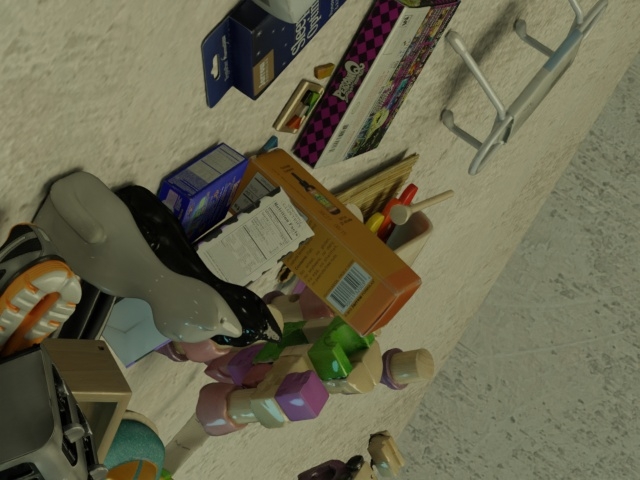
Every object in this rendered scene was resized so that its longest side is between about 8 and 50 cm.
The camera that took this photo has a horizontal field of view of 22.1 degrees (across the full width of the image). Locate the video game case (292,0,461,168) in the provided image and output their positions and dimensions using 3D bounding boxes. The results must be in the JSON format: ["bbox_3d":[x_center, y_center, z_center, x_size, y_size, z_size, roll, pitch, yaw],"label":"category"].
[{"bbox_3d":[0.073,-0.204,2.027,0.232,0.042,0.210,-60,165,21],"label":"video game case"}]

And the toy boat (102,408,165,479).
[{"bbox_3d":[-0.255,0.345,1.872,0.267,0.148,0.318,-43,143,-36],"label":"toy boat"}]

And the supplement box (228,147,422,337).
[{"bbox_3d":[0.000,0.000,1.862,0.080,0.233,0.078,-50,168,26],"label":"supplement box"}]

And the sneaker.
[{"bbox_3d":[-0.288,0.072,1.412,0.215,0.083,0.084,-41,143,22],"label":"sneaker"}]

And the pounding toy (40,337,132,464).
[{"bbox_3d":[-0.313,0.182,1.555,0.206,0.094,0.181,5,123,-34],"label":"pounding toy"}]

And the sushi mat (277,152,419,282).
[{"bbox_3d":[0.044,-0.037,2.365,0.316,0.019,0.151,-29,152,-59],"label":"sushi mat"}]

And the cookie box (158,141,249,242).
[{"bbox_3d":[-0.132,-0.043,1.732,0.107,0.040,0.092,-38,159,-48],"label":"cookie box"}]

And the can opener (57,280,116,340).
[{"bbox_3d":[-0.249,0.110,1.674,0.186,0.073,0.059,-65,157,3],"label":"can opener"}]

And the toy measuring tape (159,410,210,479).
[{"bbox_3d":[-0.212,0.282,2.079,0.330,0.121,0.121,-46,164,-31],"label":"toy measuring tape"}]

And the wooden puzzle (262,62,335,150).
[{"bbox_3d":[-0.022,-0.153,1.894,0.116,0.014,0.078,-58,165,15],"label":"wooden puzzle"}]

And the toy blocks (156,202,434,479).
[{"bbox_3d":[-0.054,0.157,2.038,0.260,0.309,0.288,-13,-155,37],"label":"toy blocks"}]

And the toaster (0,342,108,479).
[{"bbox_3d":[-0.287,0.190,1.402,0.186,0.110,0.168,-20,145,-4],"label":"toaster"}]

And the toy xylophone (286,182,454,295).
[{"bbox_3d":[0.080,0.011,2.389,0.236,0.081,0.323,-58,166,20],"label":"toy xylophone"}]

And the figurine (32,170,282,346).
[{"bbox_3d":[-0.144,0.032,1.518,0.092,0.209,0.215,-56,166,5],"label":"figurine"}]

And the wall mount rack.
[{"bbox_3d":[0.287,-0.277,2.415,0.350,0.130,0.304,-51,169,-15],"label":"wall mount rack"}]

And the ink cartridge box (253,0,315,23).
[{"bbox_3d":[0.054,-0.400,1.386,0.385,0.091,0.308,-48,164,-9],"label":"ink cartridge box"}]

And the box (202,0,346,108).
[{"bbox_3d":[-0.033,-0.231,1.639,0.225,0.036,0.136,-49,165,-19],"label":"box"}]

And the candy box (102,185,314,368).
[{"bbox_3d":[-0.125,0.038,1.759,0.165,0.070,0.196,-32,-176,42],"label":"candy box"}]
